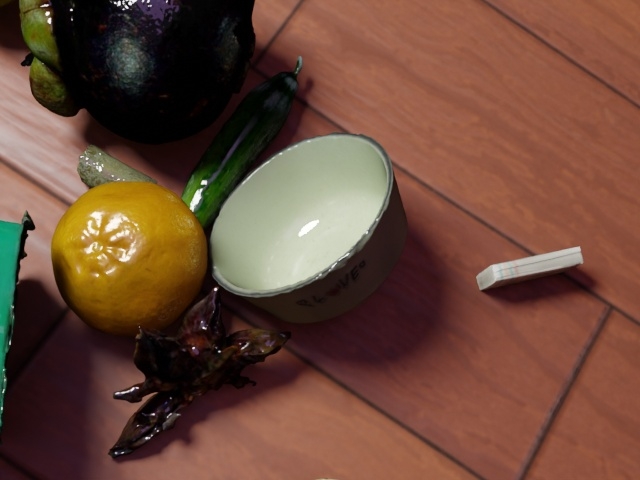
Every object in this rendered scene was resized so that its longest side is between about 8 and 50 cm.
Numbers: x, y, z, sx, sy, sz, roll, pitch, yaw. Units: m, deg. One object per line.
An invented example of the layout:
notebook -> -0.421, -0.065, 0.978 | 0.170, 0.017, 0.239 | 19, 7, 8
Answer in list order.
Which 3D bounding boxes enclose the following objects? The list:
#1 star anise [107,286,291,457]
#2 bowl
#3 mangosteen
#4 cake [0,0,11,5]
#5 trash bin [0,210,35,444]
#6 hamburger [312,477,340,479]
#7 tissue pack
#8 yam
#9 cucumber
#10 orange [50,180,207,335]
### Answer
star anise -> -0.131, 0.117, 0.912 | 0.212, 0.157, 0.053 | -23, 40, -13
bowl -> 0.000, 0.000, 0.953 | 0.211, 0.112, 0.211 | -20, 45, 21
mangosteen -> -0.184, -0.206, 0.947 | 0.242, 0.243, 0.243 | 3, 74, -9
cake -> -0.372, -0.369, 0.959 | 0.156, 0.179, 0.260 | -30, 62, -14
trash bin -> -0.461, 0.072, 0.808 | 0.381, 0.295, 0.259 | 9, 72, -18
hamburger -> 0.004, 0.304, 0.904 | 0.126, 0.081, 0.141 | 32, 70, 0
tissue pack -> 0.232, 0.031, 1.036 | 0.108, 0.056, 0.023 | -11, 79, -14
yam -> -0.216, -0.064, 0.993 | 0.094, 0.043, 0.043 | 28, 71, -3
cucumber -> -0.089, -0.105, 1.023 | 0.056, 0.056, 0.250 | 34, 72, 1
orange -> -0.191, 0.017, 0.917 | 0.158, 0.136, 0.159 | -1, 83, 13
